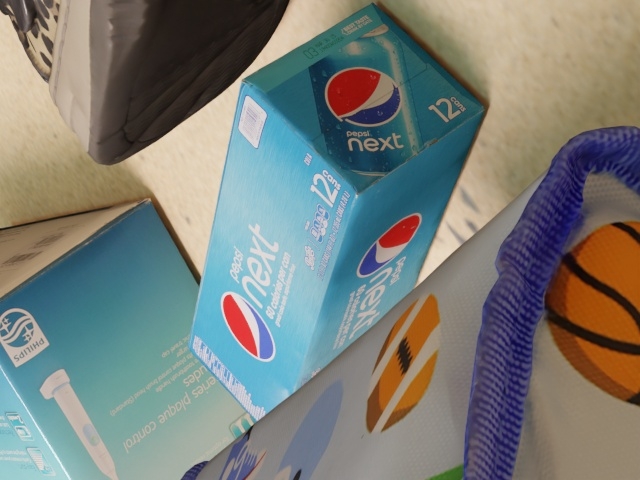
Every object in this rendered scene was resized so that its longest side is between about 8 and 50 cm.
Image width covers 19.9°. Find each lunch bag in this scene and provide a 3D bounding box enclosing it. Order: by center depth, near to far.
[{"bbox_3d":[0.143,0.177,0.560,0.385,0.239,0.328,28,151,-9],"label":"lunch bag"}]

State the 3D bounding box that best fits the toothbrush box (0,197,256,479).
[{"bbox_3d":[-0.117,0.139,1.044,0.216,0.126,0.295,-9,112,59],"label":"toothbrush box"}]

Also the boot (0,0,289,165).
[{"bbox_3d":[-0.115,-0.220,0.648,0.284,0.138,0.377,47,157,13],"label":"boot"}]

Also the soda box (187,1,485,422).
[{"bbox_3d":[0.000,0.000,0.769,0.067,0.071,0.210,46,151,17],"label":"soda box"}]
